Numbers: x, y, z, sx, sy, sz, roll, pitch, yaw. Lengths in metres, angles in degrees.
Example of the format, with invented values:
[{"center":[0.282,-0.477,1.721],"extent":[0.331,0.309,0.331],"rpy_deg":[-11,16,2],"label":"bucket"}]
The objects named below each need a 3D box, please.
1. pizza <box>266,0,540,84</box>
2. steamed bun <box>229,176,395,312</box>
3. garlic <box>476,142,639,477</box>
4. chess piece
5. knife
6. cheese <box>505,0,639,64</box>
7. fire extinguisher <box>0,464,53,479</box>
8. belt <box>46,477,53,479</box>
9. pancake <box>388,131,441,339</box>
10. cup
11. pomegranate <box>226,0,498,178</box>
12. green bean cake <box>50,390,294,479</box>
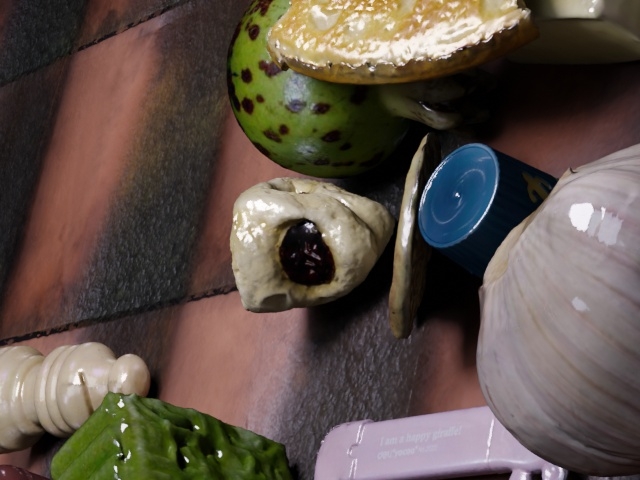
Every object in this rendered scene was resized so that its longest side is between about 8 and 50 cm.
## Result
[{"center":[0.096,-0.253,1.833],"extent":[0.323,0.089,0.223],"rpy_deg":[-1,64,36],"label":"pizza"},{"center":[0.000,0.000,1.992],"extent":[0.155,0.172,0.141],"rpy_deg":[-3,104,26],"label":"steamed bun"},{"center":[0.267,0.061,1.468],"extent":[0.317,0.259,0.317],"rpy_deg":[-57,4,6],"label":"garlic"},{"center":[-0.325,0.190,2.336],"extent":[0.307,0.124,0.139],"rpy_deg":[-14,24,45],"label":"chess piece"},{"center":[0.120,0.202,1.773],"extent":[0.398,0.038,0.132],"rpy_deg":[-16,53,50],"label":"knife"},{"center":[0.282,-0.320,1.834],"extent":[0.242,0.124,0.265],"rpy_deg":[8,74,54],"label":"cheese"},{"center":[-0.283,0.324,1.964],"extent":[0.135,0.337,0.114],"rpy_deg":[-2,66,54],"label":"fire extinguisher"},{"center":[-0.353,0.461,2.172],"extent":[0.212,0.117,0.347],"rpy_deg":[28,92,56],"label":"belt"},{"center":[0.100,-0.006,1.832],"extent":[0.235,0.029,0.212],"rpy_deg":[-2,-80,-82],"label":"pancake"},{"center":[0.179,-0.027,1.742],"extent":[0.131,0.155,0.176],"rpy_deg":[-49,37,20],"label":"cup"},{"center":[0.039,-0.166,2.009],"extent":[0.306,0.242,0.242],"rpy_deg":[38,101,24],"label":"pomegranate"},{"center":[-0.142,0.300,1.868],"extent":[0.156,0.250,0.247],"rpy_deg":[-44,37,28],"label":"green bean cake"}]
